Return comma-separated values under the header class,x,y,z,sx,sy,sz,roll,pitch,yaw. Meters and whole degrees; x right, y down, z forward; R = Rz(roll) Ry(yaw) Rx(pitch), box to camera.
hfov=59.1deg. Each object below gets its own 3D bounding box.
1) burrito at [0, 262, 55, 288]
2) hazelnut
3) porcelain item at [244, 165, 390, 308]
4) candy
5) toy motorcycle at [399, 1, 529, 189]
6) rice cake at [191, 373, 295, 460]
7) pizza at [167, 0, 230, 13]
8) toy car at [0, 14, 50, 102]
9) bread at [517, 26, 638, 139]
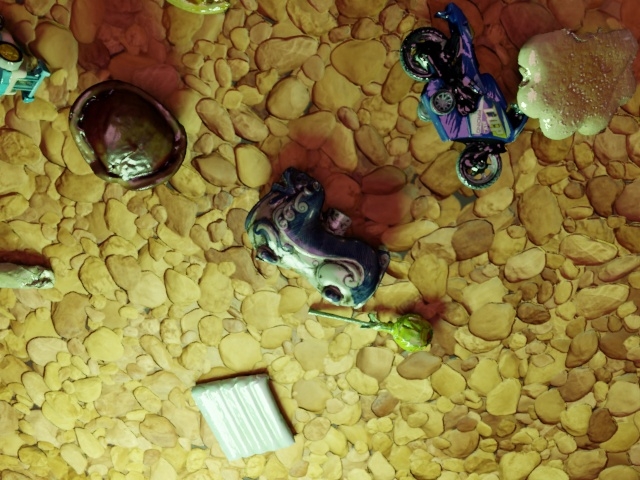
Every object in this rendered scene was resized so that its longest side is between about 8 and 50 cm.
class,x,y,z,sx,sy,sz,roll,pitch,yaw
burrito,-0.653,0.073,1.186,0.188,0.045,0.058,3,102,4
hazelnut,-0.340,-0.188,1.020,0.202,0.160,0.170,30,106,0
porcelain item,0.000,0.000,1.088,0.288,0.138,0.186,33,90,-3
candy,0.102,0.172,1.171,0.262,0.073,0.077,11,90,7
toy motorcycle,0.263,-0.253,0.991,0.169,0.113,0.315,-28,97,1
rice cake,-0.171,0.396,1.268,0.190,0.037,0.198,-13,107,8
pizza,-0.232,-0.471,0.977,0.175,0.046,0.134,16,109,-2
toy car,-0.578,-0.340,1.034,0.126,0.098,0.161,-33,74,36
bread,0.445,-0.266,0.961,0.251,0.039,0.181,-9,105,-19
